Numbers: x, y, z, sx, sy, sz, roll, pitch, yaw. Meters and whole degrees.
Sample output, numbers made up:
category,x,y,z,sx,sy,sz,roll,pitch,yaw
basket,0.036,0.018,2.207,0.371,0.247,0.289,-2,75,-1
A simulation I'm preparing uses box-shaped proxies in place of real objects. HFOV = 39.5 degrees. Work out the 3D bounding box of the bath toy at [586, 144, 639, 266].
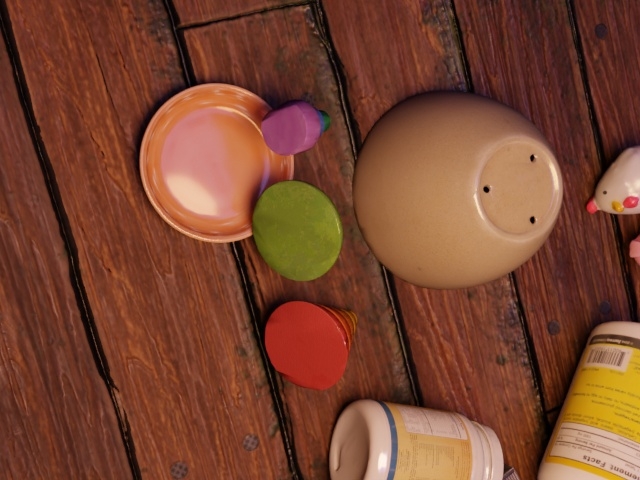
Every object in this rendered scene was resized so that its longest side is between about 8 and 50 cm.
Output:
category,x,y,z,sx,sy,sz,roll,pitch,yaw
bath toy,0.534,0.015,1.363,0.129,0.151,0.348,-35,107,19

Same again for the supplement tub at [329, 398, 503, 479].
category,x,y,z,sx,sy,sz,roll,pitch,yaw
supplement tub,0.127,0.294,1.191,0.200,0.144,0.144,13,87,-22

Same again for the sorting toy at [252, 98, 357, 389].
category,x,y,z,sx,sy,sz,roll,pitch,yaw
sorting toy,0.000,0.000,1.142,0.126,0.127,0.365,-23,112,-56

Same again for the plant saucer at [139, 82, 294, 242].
category,x,y,z,sx,sy,sz,roll,pitch,yaw
plant saucer,-0.132,-0.097,1.127,0.200,0.037,0.199,-1,93,-23

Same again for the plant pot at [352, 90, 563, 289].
category,x,y,z,sx,sy,sz,roll,pitch,yaw
plant pot,0.210,-0.068,1.186,0.284,0.191,0.284,-1,92,-22

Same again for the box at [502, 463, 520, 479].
category,x,y,z,sx,sy,sz,roll,pitch,yaw
box,0.242,0.490,1.291,0.216,0.060,0.270,-32,103,-18

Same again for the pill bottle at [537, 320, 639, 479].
category,x,y,z,sx,sy,sz,roll,pitch,yaw
pill bottle,0.425,0.299,1.267,0.188,0.188,0.333,34,71,-20
